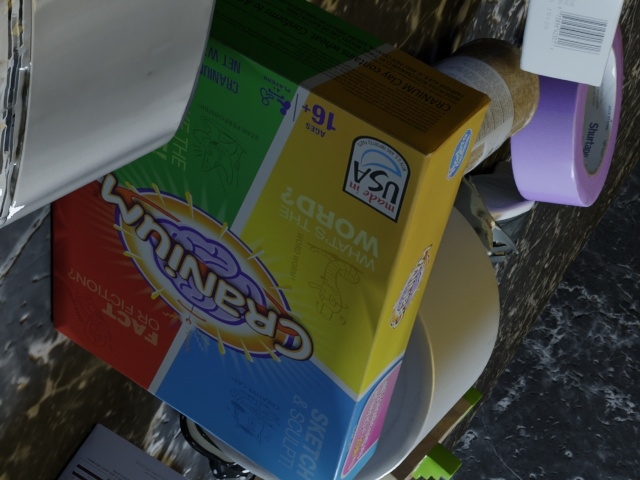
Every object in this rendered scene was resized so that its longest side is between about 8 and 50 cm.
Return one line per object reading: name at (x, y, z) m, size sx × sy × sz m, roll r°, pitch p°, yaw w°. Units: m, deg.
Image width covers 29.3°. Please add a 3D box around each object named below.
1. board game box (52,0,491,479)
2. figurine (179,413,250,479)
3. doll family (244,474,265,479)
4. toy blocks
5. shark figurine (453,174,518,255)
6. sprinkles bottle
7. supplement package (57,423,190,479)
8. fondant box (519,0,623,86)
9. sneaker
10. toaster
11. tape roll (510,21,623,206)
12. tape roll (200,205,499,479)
board game box at (-0.052, -0.006, 0.740) m, size 0.064 × 0.242 × 0.316 m, roll -44°, pitch 156°, yaw -40°
figurine at (-0.056, 0.151, 1.289) m, size 0.215 × 0.092 × 0.209 m, roll -55°, pitch 171°, yaw -17°
doll family at (-0.057, 0.243, 1.430) m, size 0.193 × 0.076 × 0.111 m, roll -46°, pitch -178°, yaw -21°
toy blocks at (0.082, 0.367, 1.930) m, size 0.261 × 0.191 × 0.381 m, roll -56°, pitch 167°, yaw 30°
shark figurine at (0.167, -0.033, 1.614) m, size 0.116 × 0.166 × 0.278 m, roll -30°, pitch 171°, yaw 8°
sprinkles bottle at (0.114, -0.113, 1.256) m, size 0.355 × 0.121 × 0.121 m, roll -37°, pitch 152°, yaw -54°
supplement package at (-0.172, 0.302, 1.059) m, size 0.203 × 0.149 × 0.194 m, roll -56°, pitch 163°, yaw -18°
fondant box at (0.298, -0.366, 1.280) m, size 0.238 × 0.096 × 0.330 m, roll 83°, pitch 23°, yaw -64°
sneaker at (0.259, -0.024, 1.854) m, size 0.296 × 0.105 × 0.147 m, roll -31°, pitch 142°, yaw -67°
toaster at (-0.135, -0.102, 0.542) m, size 0.146 × 0.129 × 0.227 m, roll -38°, pitch 155°, yaw -44°
tape roll at (0.350, -0.188, 1.723) m, size 0.275 × 0.090 × 0.274 m, roll 9°, pitch 90°, yaw -66°
tape roll at (0.013, 0.072, 1.054) m, size 0.169 × 0.246 × 0.246 m, roll -29°, pitch 145°, yaw -60°
